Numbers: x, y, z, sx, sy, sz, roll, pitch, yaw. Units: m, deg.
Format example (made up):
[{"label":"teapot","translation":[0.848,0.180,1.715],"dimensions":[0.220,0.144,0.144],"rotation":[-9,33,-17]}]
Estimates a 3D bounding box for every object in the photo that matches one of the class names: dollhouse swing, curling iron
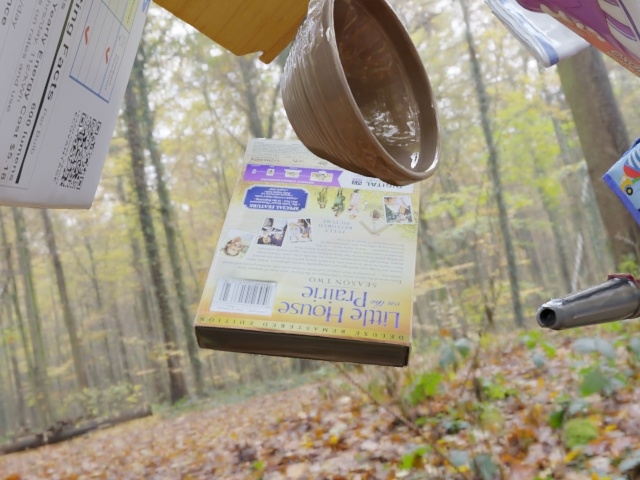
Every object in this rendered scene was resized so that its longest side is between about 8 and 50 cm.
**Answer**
[{"label":"dollhouse swing","translation":[-0.167,-0.602,1.528],"dimensions":[0.315,0.304,0.347],"rotation":[-41,-42,24]},{"label":"curling iron","translation":[0.230,0.033,0.567],"dimensions":[0.274,0.035,0.068],"rotation":[-4,-29,-42]}]

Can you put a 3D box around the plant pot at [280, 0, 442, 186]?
[{"label":"plant pot","translation":[0.034,-0.163,0.883],"dimensions":[0.110,0.237,0.237],"rotation":[-20,-11,31]}]

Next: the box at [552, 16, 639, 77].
[{"label":"box","translation":[0.371,-0.230,0.795],"dimensions":[0.257,0.128,0.122],"rotation":[28,3,-17]}]

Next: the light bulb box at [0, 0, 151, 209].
[{"label":"light bulb box","translation":[-0.252,-0.214,0.513],"dimensions":[0.226,0.357,0.361],"rotation":[16,0,-3]}]

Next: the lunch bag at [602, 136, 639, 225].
[{"label":"lunch bag","translation":[0.512,-0.068,0.963],"dimensions":[0.138,0.293,0.221],"rotation":[-15,-30,-46]}]

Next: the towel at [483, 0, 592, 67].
[{"label":"towel","translation":[0.441,-0.411,1.307],"dimensions":[0.285,0.209,0.034],"rotation":[-28,-38,2]}]

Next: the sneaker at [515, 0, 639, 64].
[{"label":"sneaker","translation":[0.250,-0.200,0.652],"dimensions":[0.102,0.282,0.161],"rotation":[-42,2,-6]}]

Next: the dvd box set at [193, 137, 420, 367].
[{"label":"dvd box set","translation":[0.000,0.000,1.235],"dimensions":[0.308,0.420,0.062],"rotation":[4,-44,6]}]
